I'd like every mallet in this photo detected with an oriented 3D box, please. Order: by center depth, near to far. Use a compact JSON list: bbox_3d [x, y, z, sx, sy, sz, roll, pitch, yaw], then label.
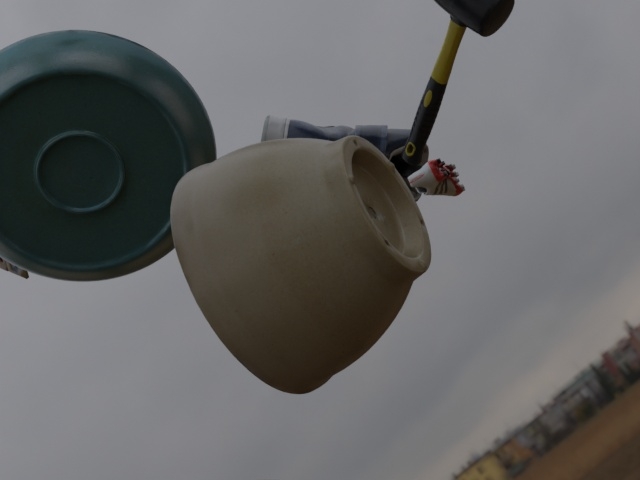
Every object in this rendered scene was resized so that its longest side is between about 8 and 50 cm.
[{"bbox_3d":[0.099,-0.123,0.918,0.039,0.062,0.190,-32,-33,-34],"label":"mallet"}]

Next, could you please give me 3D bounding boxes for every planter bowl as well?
[{"bbox_3d":[0.000,0.000,0.760,0.109,0.162,0.162,-30,-10,23],"label":"planter bowl"}]

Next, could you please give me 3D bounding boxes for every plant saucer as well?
[{"bbox_3d":[-0.277,-0.084,1.404,0.317,0.317,0.044,-41,25,11],"label":"plant saucer"}]

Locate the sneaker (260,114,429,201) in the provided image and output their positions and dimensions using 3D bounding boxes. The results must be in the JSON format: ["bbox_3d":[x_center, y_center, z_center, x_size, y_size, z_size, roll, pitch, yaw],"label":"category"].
[{"bbox_3d":[0.022,-0.073,1.222,0.226,0.163,0.086,-131,48,-88],"label":"sneaker"}]

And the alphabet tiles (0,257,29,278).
[{"bbox_3d":[-0.538,-0.055,1.790,0.009,0.237,0.198,-45,-37,-39],"label":"alphabet tiles"}]

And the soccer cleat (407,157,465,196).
[{"bbox_3d":[0.102,-0.052,1.069,0.035,0.029,0.083,-26,-15,17],"label":"soccer cleat"}]
